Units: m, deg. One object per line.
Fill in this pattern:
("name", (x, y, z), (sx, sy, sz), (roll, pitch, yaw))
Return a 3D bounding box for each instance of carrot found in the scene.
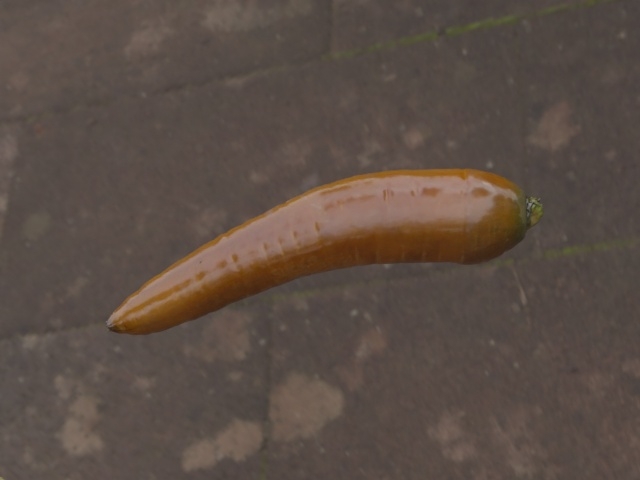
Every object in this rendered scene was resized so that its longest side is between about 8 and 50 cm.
("carrot", (0.000, 0.000, 0.822), (0.271, 0.066, 0.062), (-10, 47, -1))

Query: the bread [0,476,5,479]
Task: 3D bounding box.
("bread", (-0.205, 0.163, 0.746), (0.084, 0.109, 0.080), (-6, 49, 38))
